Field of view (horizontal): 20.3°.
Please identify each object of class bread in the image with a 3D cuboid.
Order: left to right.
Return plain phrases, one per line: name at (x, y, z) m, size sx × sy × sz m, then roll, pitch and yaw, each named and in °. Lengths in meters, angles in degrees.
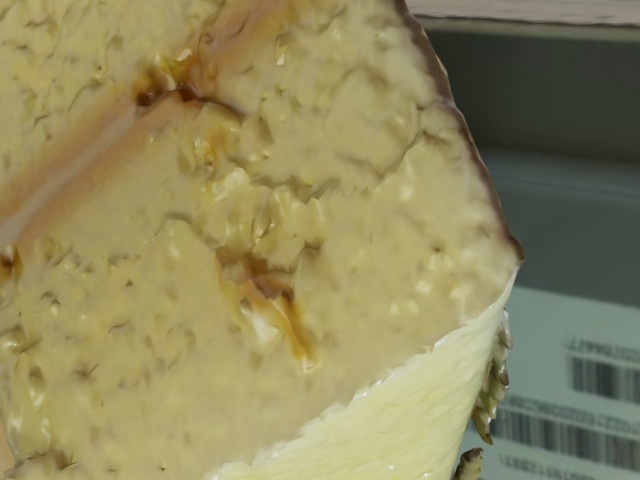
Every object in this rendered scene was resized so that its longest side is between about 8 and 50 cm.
bread at (0.000, 0.000, 0.776) m, size 0.405 × 0.242 × 0.345 m, roll 32°, pitch -151°, yaw -55°

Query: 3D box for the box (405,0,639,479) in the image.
box at (0.147, 0.080, 0.882) m, size 0.396 × 0.396 × 0.111 m, roll 9°, pitch -160°, yaw 43°
